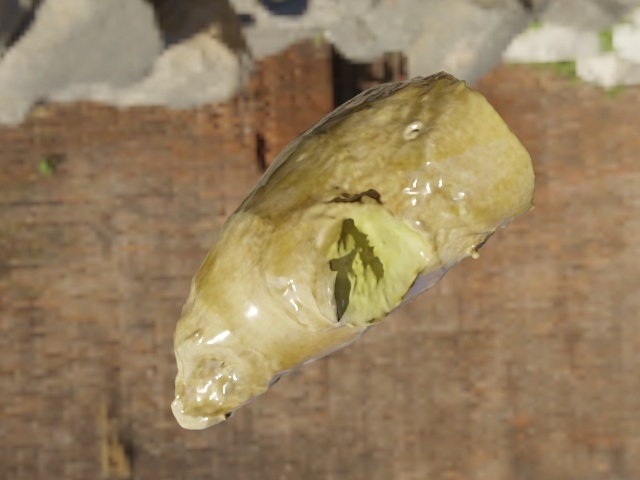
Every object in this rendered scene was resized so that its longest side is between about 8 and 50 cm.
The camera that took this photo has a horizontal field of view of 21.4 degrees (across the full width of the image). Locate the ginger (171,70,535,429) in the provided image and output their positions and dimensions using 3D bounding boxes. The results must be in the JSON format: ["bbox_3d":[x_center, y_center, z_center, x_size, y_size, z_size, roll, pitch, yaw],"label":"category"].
[{"bbox_3d":[0.000,0.000,1.046,0.270,0.123,0.219,-34,-162,-3],"label":"ginger"}]
